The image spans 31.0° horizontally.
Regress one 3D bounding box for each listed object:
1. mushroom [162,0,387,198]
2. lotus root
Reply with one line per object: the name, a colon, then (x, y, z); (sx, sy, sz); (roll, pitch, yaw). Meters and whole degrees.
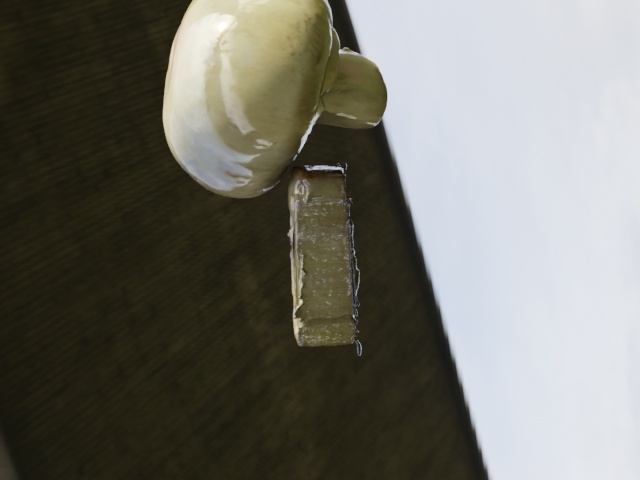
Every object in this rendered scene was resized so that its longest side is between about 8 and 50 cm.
mushroom: (-0.046, -0.162, 1.226); (0.260, 0.234, 0.254); (-102, 28, -60)
lotus root: (0.000, 0.000, 1.270); (0.170, 0.074, 0.260); (-98, 4, -55)
